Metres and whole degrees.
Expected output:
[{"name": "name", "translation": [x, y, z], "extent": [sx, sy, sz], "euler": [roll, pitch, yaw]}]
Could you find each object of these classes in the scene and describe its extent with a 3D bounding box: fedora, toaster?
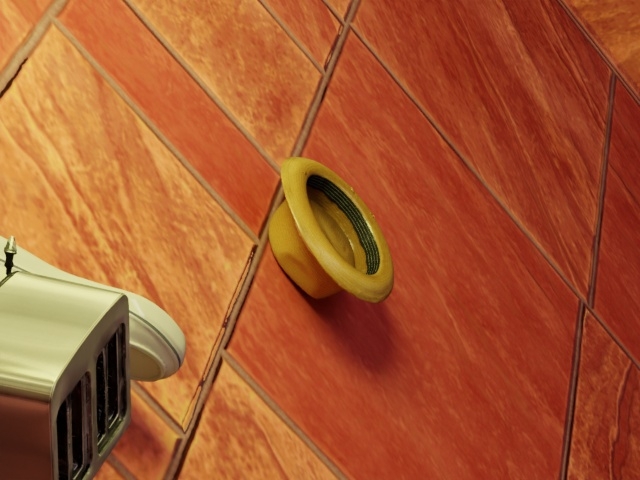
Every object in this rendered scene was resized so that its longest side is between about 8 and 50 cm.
[{"name": "fedora", "translation": [0.000, 0.000, 1.953], "extent": [0.194, 0.079, 0.194], "euler": [39, 28, -26]}, {"name": "toaster", "translation": [-0.225, 0.122, 1.364], "extent": [0.168, 0.110, 0.185], "euler": [-60, 156, -60]}]

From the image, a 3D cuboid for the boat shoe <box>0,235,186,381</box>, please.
[{"name": "boat shoe", "translation": [-0.228, 0.076, 1.503], "extent": [0.267, 0.096, 0.088], "euler": [33, 43, -37]}]
